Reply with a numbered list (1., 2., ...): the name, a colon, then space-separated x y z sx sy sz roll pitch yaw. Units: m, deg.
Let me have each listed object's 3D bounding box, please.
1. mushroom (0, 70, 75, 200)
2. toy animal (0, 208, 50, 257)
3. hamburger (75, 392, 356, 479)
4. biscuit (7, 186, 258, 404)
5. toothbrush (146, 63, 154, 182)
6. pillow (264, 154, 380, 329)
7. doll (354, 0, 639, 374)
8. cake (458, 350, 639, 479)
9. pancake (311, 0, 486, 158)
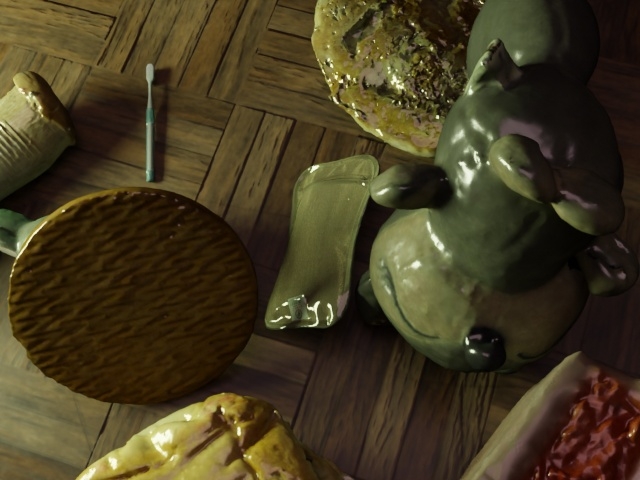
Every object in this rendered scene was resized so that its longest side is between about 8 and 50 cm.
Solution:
1. mushroom: -0.434 -0.056 1.077 0.123 0.095 0.351 39 76 -1
2. toy animal: -0.276 0.005 1.042 0.252 0.127 0.125 0 93 11
3. hamburger: -0.103 0.262 0.892 0.330 0.162 0.208 -12 64 3
4. biscuit: -0.196 0.061 0.963 0.262 0.261 0.037 -12 26 -2
5. toothbrush: -0.214 -0.149 1.146 0.011 0.014 0.167 -4 69 0
6. pillow: 0.000 0.000 1.034 0.130 0.033 0.217 -8 58 40
7. doll: 0.198 -0.040 0.926 0.252 0.382 0.378 30 54 7
8. cake: 0.236 0.280 0.837 0.237 0.230 0.309 36 72 13
9. pancake: 0.157 -0.259 1.149 0.356 0.065 0.355 0 67 0
